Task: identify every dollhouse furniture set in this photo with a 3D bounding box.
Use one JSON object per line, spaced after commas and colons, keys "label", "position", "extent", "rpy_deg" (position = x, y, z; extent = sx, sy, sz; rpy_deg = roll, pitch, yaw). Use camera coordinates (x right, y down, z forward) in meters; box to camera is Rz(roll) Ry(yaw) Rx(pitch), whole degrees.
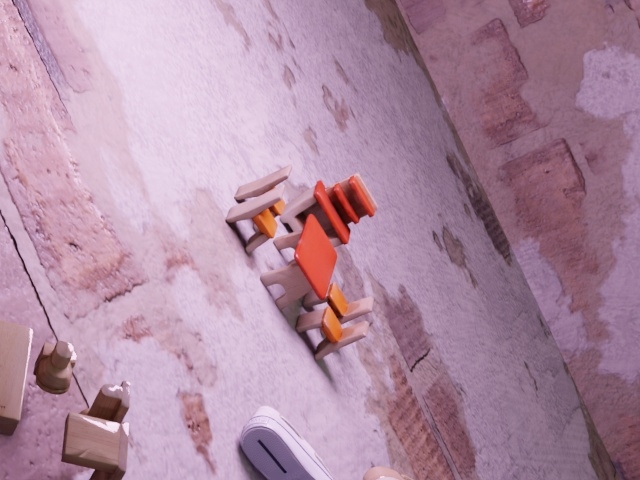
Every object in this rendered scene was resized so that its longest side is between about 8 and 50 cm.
{"label": "dollhouse furniture set", "position": [0.000, 0.000, 2.094], "extent": [0.262, 0.135, 0.259], "rpy_deg": [58, 20, -19]}
{"label": "dollhouse furniture set", "position": [-0.271, 0.180, 1.316], "extent": [0.151, 0.123, 0.144], "rpy_deg": [17, 40, -18]}

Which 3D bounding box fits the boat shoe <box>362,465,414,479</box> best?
{"label": "boat shoe", "position": [0.178, 0.439, 2.053], "extent": [0.341, 0.121, 0.110], "rpy_deg": [50, 3, -38]}

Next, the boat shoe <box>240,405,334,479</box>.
{"label": "boat shoe", "position": [-0.015, 0.302, 1.761], "extent": [0.226, 0.083, 0.076], "rpy_deg": [59, 21, -15]}
